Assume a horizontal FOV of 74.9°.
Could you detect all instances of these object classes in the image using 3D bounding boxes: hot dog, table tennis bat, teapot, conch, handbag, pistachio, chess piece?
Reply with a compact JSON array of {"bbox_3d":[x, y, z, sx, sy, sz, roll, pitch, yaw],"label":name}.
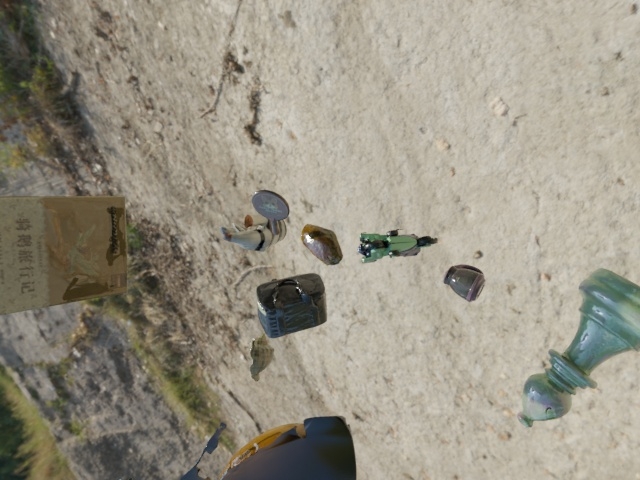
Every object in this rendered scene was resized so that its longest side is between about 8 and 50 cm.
[{"bbox_3d":[-0.087,0.394,0.699,0.107,0.325,0.194,50,-152,-69],"label":"hot dog"},{"bbox_3d":[-0.118,-0.114,1.174,0.107,0.119,0.170,12,143,12],"label":"table tennis bat"},{"bbox_3d":[0.547,0.144,1.585,0.145,0.148,0.116,28,165,29],"label":"teapot"},{"bbox_3d":[-0.278,0.511,1.841,0.129,0.208,0.155,3,159,33],"label":"conch"},{"bbox_3d":[-0.101,0.216,1.488,0.181,0.254,0.182,-118,21,-54],"label":"handbag"},{"bbox_3d":[0.000,0.000,1.200,0.173,0.090,0.049,42,-178,30],"label":"pistachio"},{"bbox_3d":[0.404,0.187,0.651,0.139,0.139,0.272,39,101,20],"label":"chess piece"}]

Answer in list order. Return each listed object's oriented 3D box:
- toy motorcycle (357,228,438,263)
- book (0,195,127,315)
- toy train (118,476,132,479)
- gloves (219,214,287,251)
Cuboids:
[{"bbox_3d":[0.320,0.022,1.771,0.196,0.330,0.125,126,138,-77],"label":"toy motorcycle"},{"bbox_3d":[-0.530,0.023,0.803,0.021,0.310,0.217,9,101,40],"label":"book"},{"bbox_3d":[-0.493,0.633,0.986,0.070,0.148,0.038,23,161,51],"label":"toy train"},{"bbox_3d":[-0.221,-0.019,1.385,0.140,0.218,0.132,-20,94,46],"label":"gloves"}]
